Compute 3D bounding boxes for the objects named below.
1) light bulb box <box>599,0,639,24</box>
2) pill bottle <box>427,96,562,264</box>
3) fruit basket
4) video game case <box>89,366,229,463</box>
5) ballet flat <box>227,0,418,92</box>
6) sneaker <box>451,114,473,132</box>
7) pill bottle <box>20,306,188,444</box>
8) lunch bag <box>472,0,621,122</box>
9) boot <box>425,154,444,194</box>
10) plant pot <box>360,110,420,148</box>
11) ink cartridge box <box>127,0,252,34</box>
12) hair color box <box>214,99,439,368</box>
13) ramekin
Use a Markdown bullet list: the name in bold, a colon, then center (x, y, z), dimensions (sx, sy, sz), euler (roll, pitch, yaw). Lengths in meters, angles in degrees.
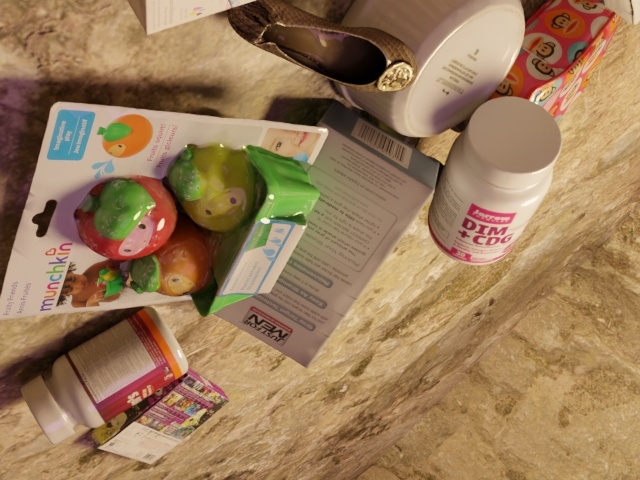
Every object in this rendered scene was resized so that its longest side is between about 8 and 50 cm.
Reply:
- **light bulb box**: center (0.392, -0.511, 0.839), dimensions (0.361, 0.225, 0.358), euler (-47, 153, 11)
- **pill bottle**: center (0.269, -0.088, 1.168), dimensions (0.160, 0.160, 0.283), euler (-32, 159, -17)
- **fruit basket**: center (-0.186, -0.016, 0.912), dimensions (0.353, 0.165, 0.327), euler (-7, 138, -43)
- **video game case**: center (-0.302, 0.341, 1.436), dimensions (0.210, 0.042, 0.232), euler (-38, 154, -4)
- **ballet flat**: center (0.009, -0.220, 0.854), dimensions (0.249, 0.058, 0.084), euler (17, 128, -28)
- **sneaker**: center (0.247, -0.252, 1.252), dimensions (0.061, 0.053, 0.152), euler (-47, 160, -24)
- **pill bottle**: center (-0.321, 0.203, 1.111), dimensions (0.221, 0.121, 0.121), euler (-31, 152, -19)
- **lunch bag**: center (0.376, -0.264, 1.268), dimensions (0.293, 0.120, 0.258), euler (-44, 158, -24)
- **boot**: center (0.110, -0.033, 1.380), dimensions (0.263, 0.091, 0.229), euler (-31, 159, -16)
- **plant pot**: center (0.100, -0.172, 1.151), dimensions (0.079, 0.083, 0.083), euler (6, 129, -41)
- **ink cartridge box**: center (-0.087, -0.281, 0.699), dimensions (0.198, 0.067, 0.115), euler (-26, 165, -21)
- **hair color box**: center (0.000, 0.000, 1.124), dimensions (0.374, 0.185, 0.114), euler (-57, -176, 29)
- **ramekin**: center (0.159, -0.264, 1.019), dimensions (0.272, 0.127, 0.273), euler (-31, 152, -19)
